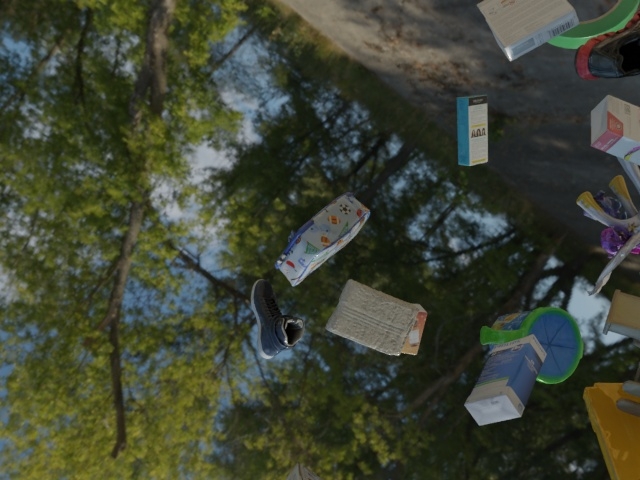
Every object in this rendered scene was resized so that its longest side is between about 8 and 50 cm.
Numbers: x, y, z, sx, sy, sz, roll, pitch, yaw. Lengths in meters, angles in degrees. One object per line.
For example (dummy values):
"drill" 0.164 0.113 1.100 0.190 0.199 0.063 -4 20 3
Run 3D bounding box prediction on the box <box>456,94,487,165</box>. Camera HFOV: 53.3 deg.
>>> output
"box" 0.551 -0.400 2.315 0.100 0.244 0.060 -15 -162 -32

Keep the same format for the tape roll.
"tape roll" 0.755 -0.722 1.849 0.321 0.321 0.077 48 -171 18

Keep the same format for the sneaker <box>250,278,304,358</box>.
"sneaker" -0.117 0.200 1.771 0.086 0.163 0.226 1 -111 -35

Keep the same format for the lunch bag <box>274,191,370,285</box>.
"lunch bag" 0.000 0.000 1.886 0.115 0.243 0.303 47 -130 8

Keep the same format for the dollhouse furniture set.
"dollhouse furniture set" 0.735 0.252 1.478 0.161 0.242 0.212 17 -131 25

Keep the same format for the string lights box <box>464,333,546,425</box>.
"string lights box" 0.497 0.367 1.702 0.077 0.133 0.259 54 -136 -7

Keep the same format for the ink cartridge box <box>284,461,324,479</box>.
"ink cartridge box" 0.003 0.623 1.171 0.309 0.272 0.130 38 176 -4

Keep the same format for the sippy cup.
"sippy cup" 0.663 0.323 2.034 0.305 0.240 0.224 47 161 -14

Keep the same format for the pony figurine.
"pony figurine" 0.826 -0.032 1.630 0.302 0.351 0.364 1 -138 -26

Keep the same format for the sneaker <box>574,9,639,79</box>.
"sneaker" 0.679 -0.417 1.338 0.098 0.276 0.135 64 170 -29

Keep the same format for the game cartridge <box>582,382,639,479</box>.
"game cartridge" 0.795 0.463 1.489 0.285 0.053 0.324 0 -149 7

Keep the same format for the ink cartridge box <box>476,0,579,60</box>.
"ink cartridge box" 0.515 -0.570 1.608 0.056 0.181 0.225 48 -159 -42

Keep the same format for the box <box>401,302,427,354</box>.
"box" 0.304 0.321 2.362 0.130 0.171 0.091 8 -166 -13

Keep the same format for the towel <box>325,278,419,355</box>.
"towel" 0.174 0.255 2.095 0.282 0.187 0.049 25 -178 -17

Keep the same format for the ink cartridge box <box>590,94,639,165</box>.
"ink cartridge box" 0.724 -0.240 1.459 0.198 0.067 0.115 20 -122 -6
